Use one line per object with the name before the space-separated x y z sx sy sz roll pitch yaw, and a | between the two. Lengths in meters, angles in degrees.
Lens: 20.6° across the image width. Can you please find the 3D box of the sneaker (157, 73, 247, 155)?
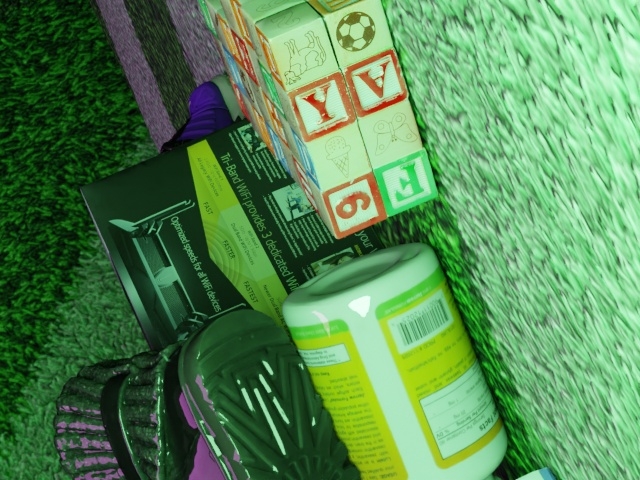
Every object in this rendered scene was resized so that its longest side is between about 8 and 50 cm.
sneaker | -0.151 -0.119 2.216 0.293 0.146 0.102 -129 17 -63

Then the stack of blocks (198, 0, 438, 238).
stack of blocks | -0.016 -0.144 1.402 0.297 0.087 0.171 -127 15 -62

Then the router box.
router box | -0.070 0.027 1.718 0.081 0.243 0.309 76 168 -52

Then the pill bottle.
pill bottle | 0.073 0.138 1.451 0.136 0.136 0.246 -150 37 -78

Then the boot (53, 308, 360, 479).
boot | -0.080 0.239 1.471 0.260 0.131 0.348 -28 79 48

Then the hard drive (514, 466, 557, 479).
hard drive | 0.235 0.351 1.325 0.210 0.040 0.319 77 167 -53
